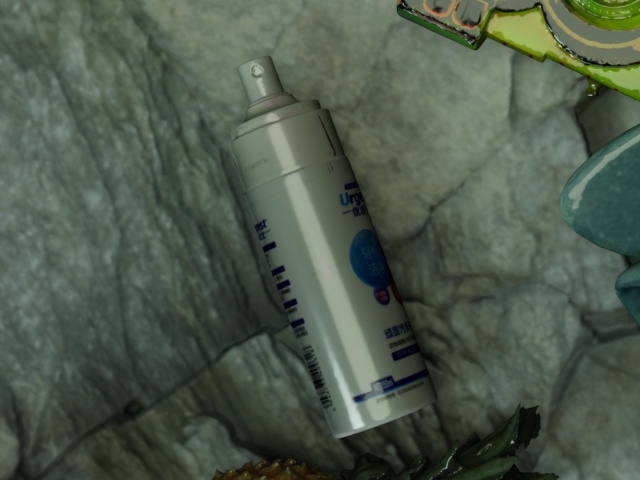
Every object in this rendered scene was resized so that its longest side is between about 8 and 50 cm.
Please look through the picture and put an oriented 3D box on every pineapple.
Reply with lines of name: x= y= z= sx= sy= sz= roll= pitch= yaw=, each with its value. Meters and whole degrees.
pineapple: x=0.048 y=0.207 z=1.515 sx=0.277 sy=0.130 sz=0.119 roll=-15 pitch=59 yaw=9

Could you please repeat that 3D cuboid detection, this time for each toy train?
toy train: x=0.209 y=-0.188 z=1.500 sx=0.296 sy=0.100 sz=0.160 roll=24 pitch=100 yaw=6

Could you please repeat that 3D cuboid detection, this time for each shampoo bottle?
shampoo bottle: x=0.000 y=0.000 z=1.530 sx=0.092 sy=0.092 sz=0.303 roll=-20 pitch=86 yaw=7

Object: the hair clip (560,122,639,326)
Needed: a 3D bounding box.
hair clip: x=0.368 y=0.002 z=1.405 sx=0.318 sy=0.238 sz=0.392 roll=-32 pitch=86 yaw=7
